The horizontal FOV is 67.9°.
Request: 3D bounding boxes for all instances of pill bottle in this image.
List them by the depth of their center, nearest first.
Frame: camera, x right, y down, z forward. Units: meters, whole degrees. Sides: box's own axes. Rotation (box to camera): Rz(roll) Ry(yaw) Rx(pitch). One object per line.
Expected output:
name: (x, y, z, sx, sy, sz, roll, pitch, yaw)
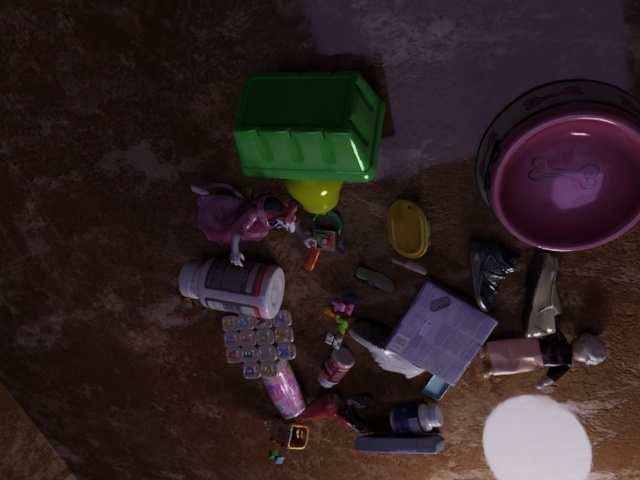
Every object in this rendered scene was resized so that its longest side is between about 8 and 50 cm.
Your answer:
pill bottle: (-0.292, 0.146, 1.562, 0.318, 0.176, 0.176, 8, 121, 14)
pill bottle: (0.050, 0.451, 1.678, 0.086, 0.086, 0.152, 30, 123, 0)
pill bottle: (0.340, 0.630, 1.681, 0.169, 0.094, 0.094, -21, 111, 27)

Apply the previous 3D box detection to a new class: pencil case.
pencil case: (-0.147, 0.526, 1.765, 0.124, 0.124, 0.284, -9, 116, 23)

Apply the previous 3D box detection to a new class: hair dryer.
hair dryer: (0.061, 0.666, 1.796, 0.293, 0.080, 0.224, 3, 120, 13)

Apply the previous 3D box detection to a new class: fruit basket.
fruit basket: (-0.020, -0.245, 1.245, 0.392, 0.283, 0.392, 9, 164, 3)

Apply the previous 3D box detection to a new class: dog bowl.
dog bowl: (0.579, -0.154, 1.119, 0.408, 0.150, 0.408, 8, 122, 14)

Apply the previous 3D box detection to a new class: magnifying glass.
magnifying glass: (0.000, 0.000, 1.475, 0.092, 0.026, 0.231, 24, 122, 3)

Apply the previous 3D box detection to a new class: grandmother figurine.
grandmother figurine: (0.652, 0.327, 1.404, 0.342, 0.104, 0.208, -9, 101, 20)

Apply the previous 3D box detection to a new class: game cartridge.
game cartridge: (0.284, 0.729, 1.711, 0.294, 0.196, 0.060, -8, 75, 22)

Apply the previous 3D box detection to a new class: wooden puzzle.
wooden puzzle: (0.011, 0.001, 1.449, 0.116, 0.014, 0.079, -1, 118, 18)

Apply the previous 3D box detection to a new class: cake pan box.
cake pan box: (0.360, 0.280, 1.444, 0.245, 0.070, 0.267, 28, 105, 3)

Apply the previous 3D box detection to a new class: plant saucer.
plant saucer: (0.413, 0.465, 1.608, 0.067, 0.018, 0.192, 24, 124, 4)

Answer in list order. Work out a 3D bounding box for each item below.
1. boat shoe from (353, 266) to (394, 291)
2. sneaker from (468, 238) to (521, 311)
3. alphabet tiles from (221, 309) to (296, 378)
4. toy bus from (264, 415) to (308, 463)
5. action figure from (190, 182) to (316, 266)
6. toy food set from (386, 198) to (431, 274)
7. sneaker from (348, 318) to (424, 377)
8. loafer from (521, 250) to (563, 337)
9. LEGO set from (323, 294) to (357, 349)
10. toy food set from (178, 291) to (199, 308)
boat shoe: (0.166, 0.125, 1.480, 0.133, 0.049, 0.042, 24, 152, -4)
sneaker: (0.493, 0.102, 1.330, 0.130, 0.087, 0.228, -2, 113, 26)
alphabet tiles: (-0.222, 0.339, 1.664, 0.278, 0.021, 0.284, -8, 88, 22)
toy bus: (-0.129, 0.768, 1.905, 0.104, 0.202, 0.191, 17, 121, -28)
action figure: (-0.178, -0.079, 1.362, 0.370, 0.248, 0.276, -13, 90, 50)
toy food set: (0.262, -0.025, 1.353, 0.128, 0.071, 0.218, 15, 124, 38)
sneaker: (0.215, 0.369, 1.568, 0.297, 0.111, 0.129, 31, 128, 0)
loafer: (0.621, 0.151, 1.313, 0.092, 0.102, 0.269, 2, 119, 8)
LEGO set: (0.053, 0.244, 1.563, 0.093, 0.087, 0.227, 21, 129, 9)
toy food set: (-0.488, 0.218, 1.761, 0.083, 0.020, 0.083, -8, 116, 22)
